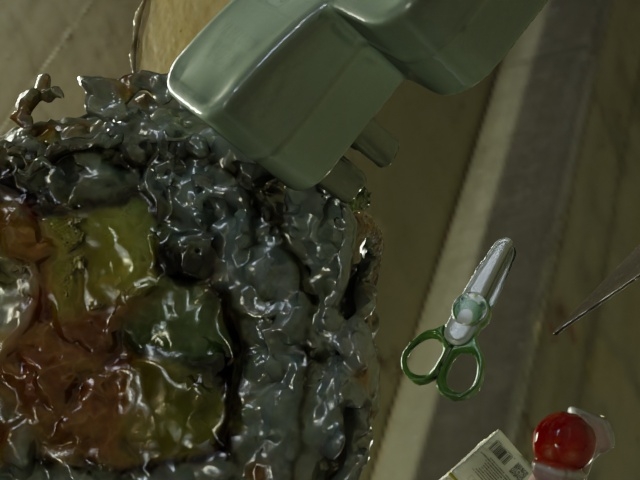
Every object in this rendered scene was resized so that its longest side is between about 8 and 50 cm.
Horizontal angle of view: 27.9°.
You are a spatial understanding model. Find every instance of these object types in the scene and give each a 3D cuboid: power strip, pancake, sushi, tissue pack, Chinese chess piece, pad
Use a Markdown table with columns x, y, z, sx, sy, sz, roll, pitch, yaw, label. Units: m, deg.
| x | y | z | sx | sy | sz | roll | pitch | yaw | label |
| --- | --- | --- | --- | --- | --- | --- | --- | --- | --- |
| 0.043 | -0.147 | 0.795 | 0.141 | 0.229 | 0.261 | 38 | -89 | -34 | power strip |
| 0.012 | 0.041 | 1.039 | 0.151 | 0.025 | 0.151 | -51 | -22 | -30 | pancake |
| -0.141 | 0.075 | 0.927 | 0.176 | 0.418 | 0.417 | -22 | -78 | -81 | sushi |
| 0.261 | 0.371 | 1.874 | 0.106 | 0.099 | 0.148 | -36 | -101 | -24 | tissue pack |
| -0.112 | -0.221 | 1.456 | 0.104 | 0.257 | 0.257 | 6 | -103 | -40 | Chinese chess piece |
| 0.351 | -0.037 | 1.154 | 0.004 | 0.220 | 0.330 | 50 | -131 | 4 | pad |

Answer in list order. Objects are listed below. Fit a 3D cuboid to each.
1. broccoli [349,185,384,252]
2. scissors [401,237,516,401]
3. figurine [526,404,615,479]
| x | y | z | sx | sy | sz | roll | pitch | yaw | label |
| --- | --- | --- | --- | --- | --- | --- | --- | --- | --- |
| 0.000 | 0.000 | 1.386 | 0.146 | 0.138 | 0.162 | -29 | -66 | -42 | broccoli |
| 0.177 | 0.087 | 1.507 | 0.204 | 0.101 | 0.027 | -60 | -27 | -12 | scissors |
| 0.131 | 0.251 | 0.896 | 0.186 | 0.176 | 0.287 | 18 | -88 | -21 | figurine |
